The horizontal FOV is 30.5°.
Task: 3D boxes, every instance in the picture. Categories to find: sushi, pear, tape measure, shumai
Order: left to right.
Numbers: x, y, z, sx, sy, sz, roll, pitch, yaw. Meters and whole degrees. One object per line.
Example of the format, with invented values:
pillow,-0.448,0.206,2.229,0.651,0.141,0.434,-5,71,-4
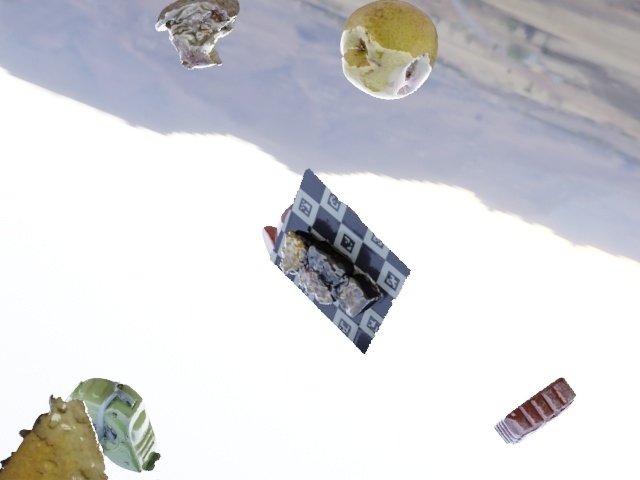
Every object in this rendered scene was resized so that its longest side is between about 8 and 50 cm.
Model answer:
tape measure,-0.356,0.299,1.961,0.154,0.177,0.087,12,-139,20
shumai,-0.183,-0.323,1.822,0.146,0.116,0.145,-21,-170,4
sushi,0.006,0.040,1.638,0.050,0.192,0.215,-26,-118,-41
pear,0.110,-0.318,1.949,0.178,0.178,0.178,22,-173,-3

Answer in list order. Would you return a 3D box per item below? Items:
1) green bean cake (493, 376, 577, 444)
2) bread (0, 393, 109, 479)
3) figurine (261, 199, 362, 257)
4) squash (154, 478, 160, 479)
green bean cake,0.372,0.298,2.033,0.056,0.135,0.135,52,169,12
bread,-0.335,0.339,1.413,0.163,0.204,0.262,27,-130,7
figurine,0.000,0.000,2.101,0.173,0.173,0.173,22,-173,-3
squash,-0.385,0.462,1.865,0.118,0.118,0.371,26,-157,24
